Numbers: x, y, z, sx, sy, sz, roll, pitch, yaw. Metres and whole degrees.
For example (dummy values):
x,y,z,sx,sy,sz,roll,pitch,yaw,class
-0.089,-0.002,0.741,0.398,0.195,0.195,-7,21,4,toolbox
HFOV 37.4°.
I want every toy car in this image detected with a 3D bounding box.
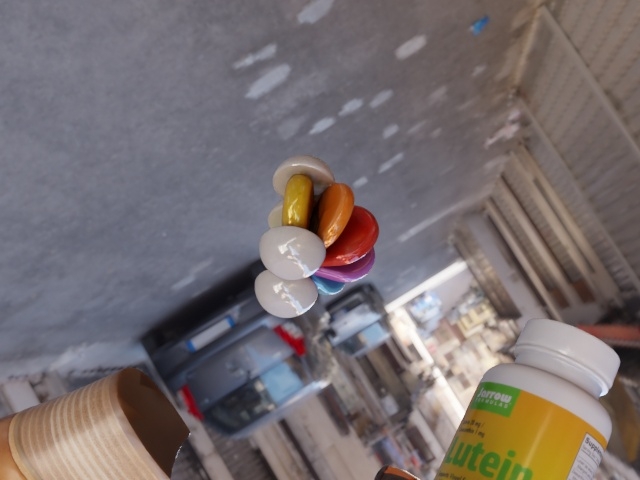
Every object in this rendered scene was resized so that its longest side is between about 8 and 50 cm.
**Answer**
x,y,z,sx,sy,sz,roll,pitch,yaw,class
0.000,0.000,1.113,0.136,0.159,0.182,10,143,-1,toy car

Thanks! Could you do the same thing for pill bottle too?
x,y,z,sx,sy,sz,roll,pitch,yaw,class
0.200,0.206,0.923,0.246,0.136,0.136,-61,180,-17,pill bottle

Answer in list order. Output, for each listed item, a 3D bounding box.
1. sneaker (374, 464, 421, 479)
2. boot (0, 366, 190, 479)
x,y,z,sx,sy,sz,roll,pitch,yaw,class
0.091,0.266,0.640,0.124,0.180,0.321,-57,-166,1,sneaker
-0.142,0.240,0.594,0.220,0.283,0.109,-31,-170,14,boot
